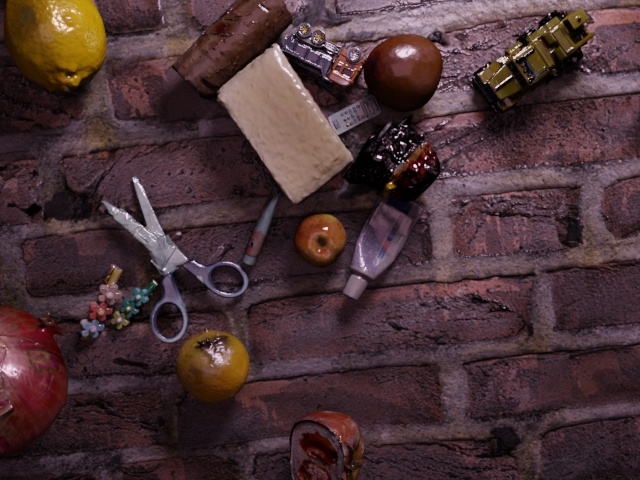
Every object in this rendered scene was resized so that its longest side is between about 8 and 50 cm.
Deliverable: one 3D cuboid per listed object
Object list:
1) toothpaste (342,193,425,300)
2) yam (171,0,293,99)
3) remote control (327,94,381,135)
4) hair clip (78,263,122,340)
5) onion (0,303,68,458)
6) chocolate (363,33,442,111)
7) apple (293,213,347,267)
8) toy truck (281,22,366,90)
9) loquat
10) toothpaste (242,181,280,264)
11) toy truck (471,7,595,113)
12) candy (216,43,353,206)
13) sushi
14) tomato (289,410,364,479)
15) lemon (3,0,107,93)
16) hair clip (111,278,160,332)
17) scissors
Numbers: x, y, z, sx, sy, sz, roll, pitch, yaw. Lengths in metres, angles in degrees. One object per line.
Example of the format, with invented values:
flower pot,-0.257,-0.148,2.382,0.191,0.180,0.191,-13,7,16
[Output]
toothpaste,0.136,0.013,1.258,0.099,0.068,0.282,32,85,-34
yam,-0.192,-0.441,1.171,0.279,0.131,0.131,-43,95,6
remote control,0.080,-0.295,1.240,0.124,0.018,0.053,-26,97,2
hair clip,-0.527,0.159,1.268,0.062,0.056,0.214,21,96,-36
onion,-0.733,0.305,1.158,0.353,0.353,0.354,0,96,0
chocolate,0.179,-0.371,1.158,0.176,0.177,0.177,0,96,0
apple,0.000,-0.003,1.228,0.126,0.102,0.126,0,96,-1
toy truck,0.004,-0.415,1.195,0.192,0.083,0.092,26,95,-2
loquat,-0.254,0.305,1.239,0.172,0.149,0.205,6,110,-2
toothpaste,-0.135,-0.035,1.226,0.036,0.056,0.205,11,117,-28
toy truck,0.478,-0.403,1.180,0.257,0.127,0.127,-36,97,7
candy,-0.078,-0.252,1.187,0.179,0.135,0.321,-34,95,4
sushi,0.184,-0.170,1.182,0.150,0.153,0.172,47,54,9
tomato,0.033,0.506,1.254,0.180,0.155,0.214,13,104,33
lemon,-0.568,-0.441,1.130,0.204,0.204,0.260,-12,84,1
hair clip,-0.455,0.157,1.273,0.049,0.049,0.173,42,98,-4
scissors,-0.368,0.027,1.252,0.256,0.029,0.383,-34,91,-11
